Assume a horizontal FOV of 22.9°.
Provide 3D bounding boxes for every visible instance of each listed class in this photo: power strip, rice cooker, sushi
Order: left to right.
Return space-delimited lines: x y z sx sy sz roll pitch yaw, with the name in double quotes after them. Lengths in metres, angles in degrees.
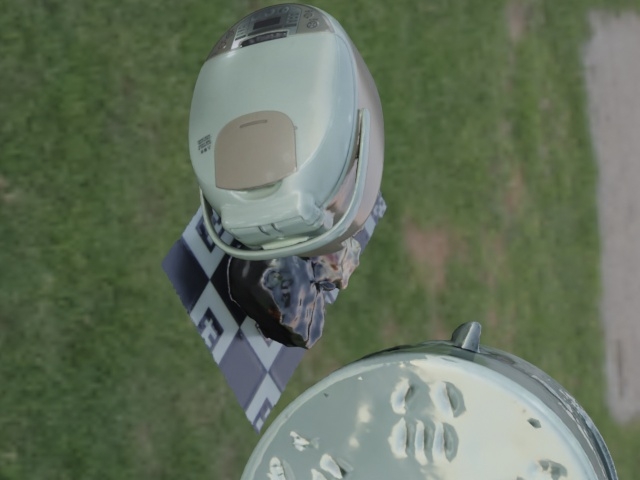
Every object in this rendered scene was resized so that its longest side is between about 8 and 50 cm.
-0.023 -0.081 1.229 0.127 0.145 0.206 31 53 -59 "rice cooker"
0.000 0.000 1.833 0.373 0.100 0.296 -58 140 -32 "sushi"
0.098 0.247 1.397 0.161 0.357 0.357 -4 89 -77 "power strip"
